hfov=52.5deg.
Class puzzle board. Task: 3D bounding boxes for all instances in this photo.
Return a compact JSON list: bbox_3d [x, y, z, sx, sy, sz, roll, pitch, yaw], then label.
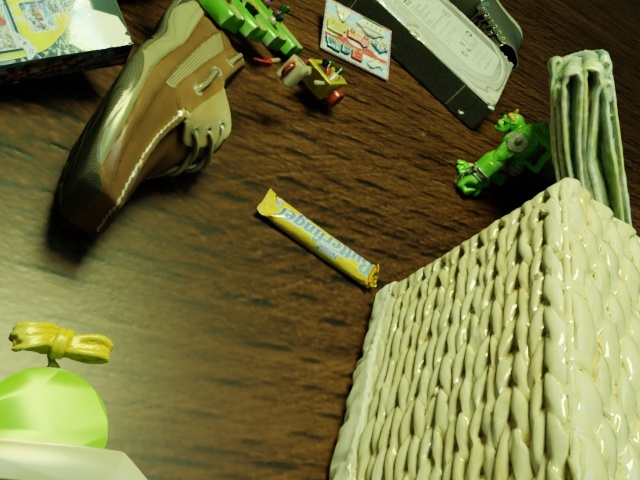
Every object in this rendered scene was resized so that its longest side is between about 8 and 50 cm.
[{"bbox_3d":[0.059,-0.315,1.015,0.128,0.011,0.096,18,67,-29],"label":"puzzle board"}]

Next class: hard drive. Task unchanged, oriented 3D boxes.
[{"bbox_3d":[0.192,-0.373,1.160,0.339,0.064,0.237,41,40,-4],"label":"hard drive"}]

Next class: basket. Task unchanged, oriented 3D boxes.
[{"bbox_3d":[0.217,0.186,0.572,0.328,0.266,0.331,35,43,-14],"label":"basket"}]

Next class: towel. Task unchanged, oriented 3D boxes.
[{"bbox_3d":[0.398,-0.118,0.963,0.374,0.090,0.320,-37,117,-63],"label":"towel"}]

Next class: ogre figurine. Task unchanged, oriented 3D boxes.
[{"bbox_3d":[0.294,-0.134,1.007,0.197,0.118,0.097,0,58,-41],"label":"ogre figurine"}]

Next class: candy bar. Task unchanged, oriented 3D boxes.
[{"bbox_3d":[0.000,0.000,0.726,0.161,0.018,0.040,35,42,-11],"label":"candy bar"}]

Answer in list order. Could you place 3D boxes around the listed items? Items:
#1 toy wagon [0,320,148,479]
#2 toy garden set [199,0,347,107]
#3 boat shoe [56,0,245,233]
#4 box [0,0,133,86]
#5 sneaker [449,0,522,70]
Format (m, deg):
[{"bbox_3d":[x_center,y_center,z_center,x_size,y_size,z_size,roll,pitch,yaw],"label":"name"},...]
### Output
[{"bbox_3d":[-0.174,0.212,0.369,0.267,0.068,0.344,18,47,-29],"label":"toy wagon"},{"bbox_3d":[-0.058,-0.261,0.796,0.204,0.049,0.244,51,18,5],"label":"toy garden set"},{"bbox_3d":[-0.142,-0.128,0.636,0.120,0.122,0.324,34,42,-21],"label":"boat shoe"},{"bbox_3d":[-0.293,-0.263,0.599,0.159,0.044,0.233,-20,86,-30],"label":"box"},{"bbox_3d":[0.329,-0.444,1.316,0.222,0.083,0.118,32,43,-18],"label":"sneaker"}]
